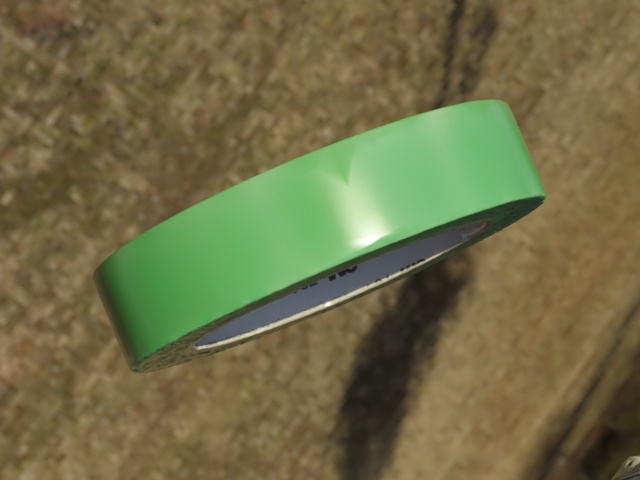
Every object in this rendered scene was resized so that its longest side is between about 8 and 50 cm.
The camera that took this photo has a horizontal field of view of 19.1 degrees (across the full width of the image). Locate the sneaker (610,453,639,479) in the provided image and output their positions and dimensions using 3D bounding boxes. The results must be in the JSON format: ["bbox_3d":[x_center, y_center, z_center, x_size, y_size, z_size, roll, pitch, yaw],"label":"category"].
[{"bbox_3d":[0.205,0.212,1.227,0.296,0.112,0.131,-33,-152,23],"label":"sneaker"}]

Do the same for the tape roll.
[{"bbox_3d":[0.000,0.000,1.359,0.321,0.077,0.321,-23,174,-3],"label":"tape roll"}]
